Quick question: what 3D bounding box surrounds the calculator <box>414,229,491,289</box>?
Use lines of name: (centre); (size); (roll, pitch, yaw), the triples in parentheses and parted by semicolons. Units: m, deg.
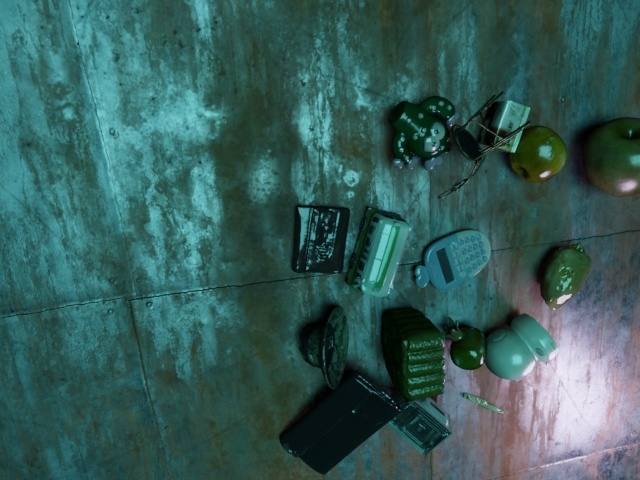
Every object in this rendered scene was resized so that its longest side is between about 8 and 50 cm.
calculator: (0.463, 0.071, 1.603); (0.303, 0.042, 0.188); (-23, 108, -6)

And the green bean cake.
green bean cake: (0.304, 0.375, 1.534); (0.157, 0.250, 0.246); (-7, 106, -11)

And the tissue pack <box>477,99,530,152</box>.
tissue pack: (0.593, -0.370, 1.488); (0.099, 0.106, 0.148); (13, 100, -15)

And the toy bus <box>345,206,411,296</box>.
toy bus: (0.186, 0.045, 1.472); (0.134, 0.164, 0.275); (12, 100, -14)

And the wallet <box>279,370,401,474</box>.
wallet: (0.064, 0.642, 1.591); (0.228, 0.062, 0.406); (39, 108, -12)

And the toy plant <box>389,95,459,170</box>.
toy plant: (0.325, -0.335, 1.432); (0.244, 0.112, 0.232); (-2, 110, -23)

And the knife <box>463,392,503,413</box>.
knife: (0.644, 0.642, 1.798); (0.207, 0.014, 0.030); (26, 99, -16)

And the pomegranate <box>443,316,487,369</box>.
pomegranate: (0.510, 0.368, 1.636); (0.191, 0.152, 0.131); (40, 131, -14)

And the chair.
chair: (0.463, -0.288, 1.408); (0.170, 0.160, 0.326); (52, 131, 2)

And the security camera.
security camera: (0.713, 0.404, 1.666); (0.236, 0.194, 0.194); (-38, 108, 1)

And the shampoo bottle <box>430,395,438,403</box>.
shampoo bottle: (0.413, 0.504, 1.686); (0.068, 0.067, 0.236); (-1, 103, -12)

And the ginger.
ginger: (0.884, 0.127, 1.662); (0.138, 0.152, 0.267); (27, 103, 12)

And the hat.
hat: (0.001, 0.348, 1.514); (0.129, 0.265, 0.265); (3, 105, 19)

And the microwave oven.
microwave oven: (0.343, 0.631, 1.631); (0.208, 0.122, 0.162); (40, 108, 0)

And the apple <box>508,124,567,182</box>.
apple: (0.711, -0.281, 1.502); (0.182, 0.182, 0.155); (40, 100, -18)

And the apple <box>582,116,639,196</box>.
apple: (1.028, -0.278, 1.541); (0.257, 0.256, 0.233); (-31, 138, -3)

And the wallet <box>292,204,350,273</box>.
wallet: (0.000, 0.000, 1.483); (0.182, 0.049, 0.229); (2, 105, -16)
